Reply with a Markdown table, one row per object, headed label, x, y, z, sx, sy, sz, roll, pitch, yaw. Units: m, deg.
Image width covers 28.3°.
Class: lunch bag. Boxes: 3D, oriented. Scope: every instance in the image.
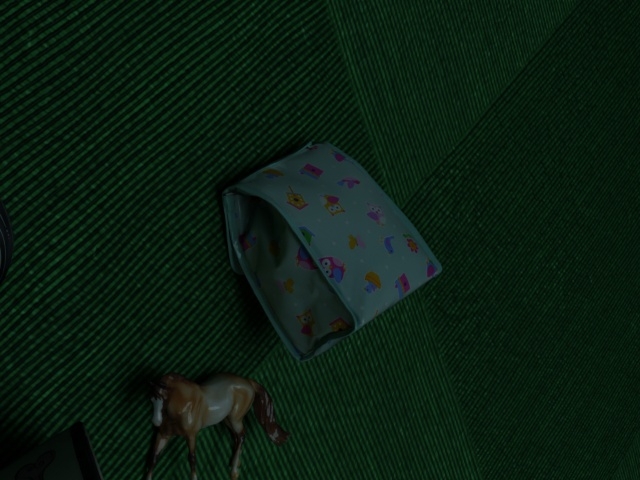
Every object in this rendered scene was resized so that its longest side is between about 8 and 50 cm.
| label | x | y | z | sx | sy | sz | roll | pitch | yaw |
| --- | --- | --- | --- | --- | --- | --- | --- | --- | --- |
| lunch bag | 0.000 | 0.000 | 1.734 | 0.223 | 0.160 | 0.262 | -31 | 85 | -47 |

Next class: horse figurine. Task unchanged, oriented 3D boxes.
| label | x | y | z | sx | sy | sz | roll | pitch | yaw |
| --- | --- | --- | --- | --- | --- | --- | --- | --- | --- |
| horse figurine | -0.143 | 0.237 | 1.655 | 0.263 | 0.066 | 0.174 | -8 | 107 | -50 |

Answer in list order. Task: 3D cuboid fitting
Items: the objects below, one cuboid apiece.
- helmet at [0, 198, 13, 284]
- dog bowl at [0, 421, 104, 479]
| label | x | y | z | sx | sy | sz | roll | pitch | yaw |
| --- | --- | --- | --- | --- | --- | --- | --- | --- | --- |
| helmet | -0.381 | -0.003 | 1.232 | 0.169 | 0.169 | 0.161 | 38 | 80 | -48 |
| dog bowl | -0.247 | 0.400 | 1.295 | 0.150 | 0.408 | 0.408 | -18 | 113 | -12 |
